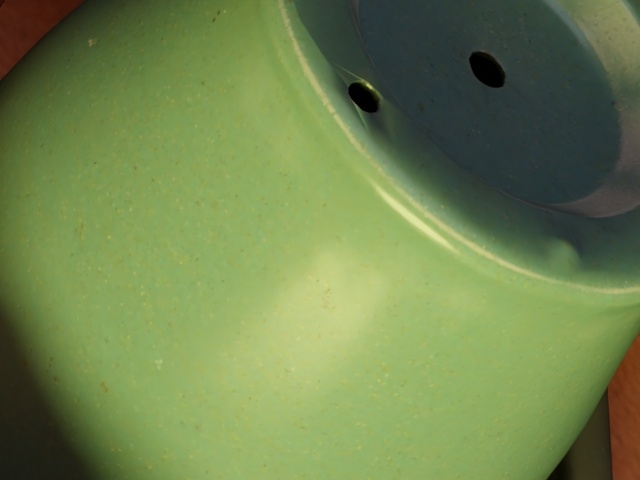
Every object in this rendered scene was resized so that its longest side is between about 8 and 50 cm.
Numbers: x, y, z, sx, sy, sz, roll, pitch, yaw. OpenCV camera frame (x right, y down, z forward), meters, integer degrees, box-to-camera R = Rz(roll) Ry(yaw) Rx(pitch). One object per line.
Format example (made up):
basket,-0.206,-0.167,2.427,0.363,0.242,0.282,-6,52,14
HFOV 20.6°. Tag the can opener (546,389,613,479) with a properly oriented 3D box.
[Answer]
can opener,0.109,0.058,0.793,0.076,0.095,0.283,22,49,-22

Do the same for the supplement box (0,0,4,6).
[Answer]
supplement box,-0.172,-0.084,0.581,0.073,0.239,0.130,51,44,7

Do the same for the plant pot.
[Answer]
plant pot,0.000,0.000,0.640,0.272,0.255,0.271,20,50,-25
